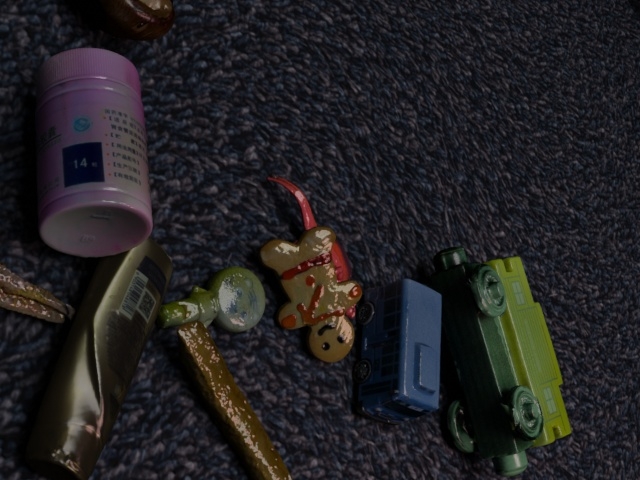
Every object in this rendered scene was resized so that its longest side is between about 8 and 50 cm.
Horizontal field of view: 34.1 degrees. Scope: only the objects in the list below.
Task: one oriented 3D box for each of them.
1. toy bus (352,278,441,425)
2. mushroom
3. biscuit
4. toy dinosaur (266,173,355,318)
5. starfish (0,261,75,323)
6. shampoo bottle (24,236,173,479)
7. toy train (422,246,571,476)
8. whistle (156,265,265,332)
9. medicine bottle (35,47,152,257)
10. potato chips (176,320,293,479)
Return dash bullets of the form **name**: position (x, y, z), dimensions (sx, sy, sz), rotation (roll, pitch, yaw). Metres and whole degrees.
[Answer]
- **toy bus**: position (0.141, 0.196, 1.834), dimensions (0.116, 0.133, 0.234), rotation (26, 57, -39)
- **mushroom**: position (-0.307, -0.408, 1.606), dimensions (0.194, 0.138, 0.231), rotation (23, 47, -24)
- **biscuit**: position (-0.006, 0.095, 1.736), dimensions (0.153, 0.030, 0.234), rotation (-19, 103, -11)
- **toy dinosaur**: position (0.005, 0.002, 1.829), dimensions (0.139, 0.070, 0.286), rotation (-24, 90, -58)
- **starfish**: position (-0.499, -0.052, 1.255), dimensions (0.383, 0.132, 0.398), rotation (-16, 109, -49)
- **shampoo bottle**: position (-0.298, 0.156, 1.418), dimensions (0.125, 0.084, 0.350), rotation (59, 38, -47)
- **toy train**: position (0.342, 0.222, 2.017), dimensions (0.272, 0.179, 0.442), rotation (-5, 78, -54)
- **whistle**: position (-0.171, 0.101, 1.609), dimensions (0.198, 0.057, 0.104), rotation (-13, 90, -40)
- **medicine bottle**: position (-0.314, -0.122, 1.434), dimensions (0.152, 0.152, 0.254), rotation (17, 52, -42)
- **potato chips**: position (-0.112, 0.291, 1.576), dimensions (0.057, 0.080, 0.407), rotation (-37, 104, -30)
